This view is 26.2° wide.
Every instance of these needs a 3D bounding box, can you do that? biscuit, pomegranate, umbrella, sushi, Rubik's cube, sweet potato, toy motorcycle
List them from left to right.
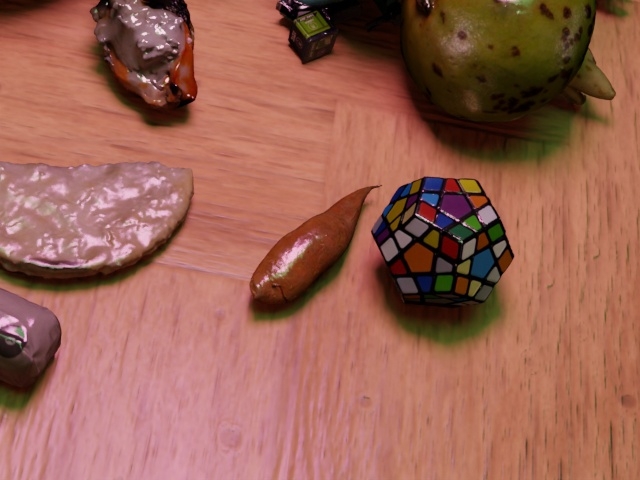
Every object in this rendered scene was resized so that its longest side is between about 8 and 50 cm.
[{"bbox_3d":[-0.379,0.030,1.165,0.337,0.067,0.073,23,39,6],"label":"umbrella"},{"bbox_3d":[-0.238,-0.020,1.256,0.250,0.032,0.133,1,53,-12],"label":"biscuit"},{"bbox_3d":[-0.181,-0.228,1.388,0.097,0.103,0.226,-12,53,0],"label":"sushi"},{"bbox_3d":[0.000,0.000,1.281,0.056,0.056,0.195,36,50,15],"label":"sweet potato"},{"bbox_3d":[0.032,-0.262,1.485,0.173,0.058,0.100,-25,69,-26],"label":"toy motorcycle"},{"bbox_3d":[0.112,0.003,1.262,0.133,0.133,0.112,-28,38,-29],"label":"Rubik's cube"},{"bbox_3d":[0.195,-0.215,1.402,0.263,0.211,0.211,17,45,-37],"label":"pomegranate"}]
